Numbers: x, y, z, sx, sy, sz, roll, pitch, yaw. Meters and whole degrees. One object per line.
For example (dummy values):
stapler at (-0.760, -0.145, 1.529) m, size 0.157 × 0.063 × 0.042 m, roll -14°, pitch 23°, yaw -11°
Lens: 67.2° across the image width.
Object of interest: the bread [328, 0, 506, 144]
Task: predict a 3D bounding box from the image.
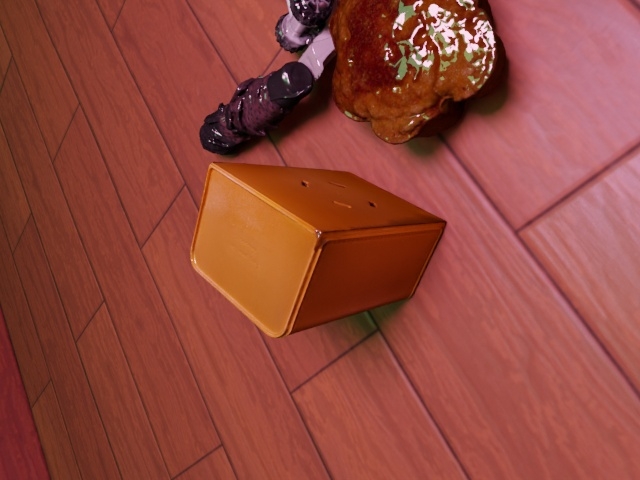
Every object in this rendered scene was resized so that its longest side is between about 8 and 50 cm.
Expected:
bread at (0.109, -0.250, 0.616) m, size 0.232 × 0.135 × 0.247 m, roll -31°, pitch 74°, yaw 37°

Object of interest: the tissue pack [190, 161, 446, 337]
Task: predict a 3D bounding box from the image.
tissue pack at (0.000, 0.000, 0.635) m, size 0.194 × 0.274 × 0.146 m, roll 36°, pitch 115°, yaw 33°

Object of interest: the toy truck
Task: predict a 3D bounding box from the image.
toy truck at (-0.020, -0.379, 0.730) m, size 0.136 × 0.111 × 0.286 m, roll 176°, pitch 80°, yaw -71°

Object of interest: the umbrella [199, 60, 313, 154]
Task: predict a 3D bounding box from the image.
umbrella at (-0.121, -0.212, 0.809) m, size 0.326 × 0.094 × 0.090 m, roll -10°, pitch 114°, yaw 56°
